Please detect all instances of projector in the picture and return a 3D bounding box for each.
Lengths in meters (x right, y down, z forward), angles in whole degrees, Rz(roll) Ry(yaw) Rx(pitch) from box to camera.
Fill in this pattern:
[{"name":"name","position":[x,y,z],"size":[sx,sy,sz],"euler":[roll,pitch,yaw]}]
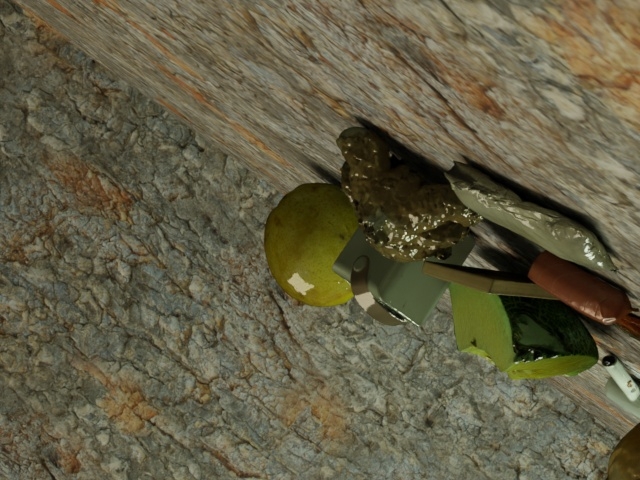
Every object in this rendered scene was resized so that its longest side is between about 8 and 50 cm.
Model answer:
[{"name":"projector","position":[0.152,0.038,1.772],"size":[0.163,0.242,0.177],"euler":[35,176,-37]}]

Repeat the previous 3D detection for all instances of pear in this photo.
[{"name":"pear","position":[0.000,0.000,2.293],"size":[0.304,0.304,0.304],"euler":[35,177,2]}]

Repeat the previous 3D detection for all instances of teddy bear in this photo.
[{"name":"teddy bear","position":[0.134,-0.047,1.523],"size":[0.267,0.156,0.256],"euler":[32,178,18]}]

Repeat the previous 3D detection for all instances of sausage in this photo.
[{"name":"sausage","position":[0.402,0.078,1.414],"size":[0.169,0.065,0.065],"euler":[34,177,40]}]

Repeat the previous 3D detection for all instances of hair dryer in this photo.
[{"name":"hair dryer","position":[0.674,0.318,2.071],"size":[0.236,0.073,0.131],"euler":[41,175,-39]}]

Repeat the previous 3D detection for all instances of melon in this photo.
[{"name":"melon","position":[0.391,0.180,1.773],"size":[0.331,0.226,0.343],"euler":[45,164,1]}]

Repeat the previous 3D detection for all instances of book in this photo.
[{"name":"book","position":[0.307,0.069,1.557],"size":[0.230,0.026,0.161],"euler":[7,-175,-39]}]

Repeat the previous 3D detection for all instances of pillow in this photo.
[{"name":"pillow","position":[0.283,-0.027,1.248],"size":[0.229,0.050,0.148],"euler":[33,-177,37]}]

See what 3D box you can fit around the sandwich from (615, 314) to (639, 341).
[{"name":"sandwich","position":[0.515,0.144,1.515],"size":[0.069,0.026,0.101],"euler":[35,177,-24]}]

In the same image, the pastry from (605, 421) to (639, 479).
[{"name":"pastry","position":[0.737,0.503,1.744],"size":[0.409,0.245,0.410],"euler":[15,-138,-14]}]
